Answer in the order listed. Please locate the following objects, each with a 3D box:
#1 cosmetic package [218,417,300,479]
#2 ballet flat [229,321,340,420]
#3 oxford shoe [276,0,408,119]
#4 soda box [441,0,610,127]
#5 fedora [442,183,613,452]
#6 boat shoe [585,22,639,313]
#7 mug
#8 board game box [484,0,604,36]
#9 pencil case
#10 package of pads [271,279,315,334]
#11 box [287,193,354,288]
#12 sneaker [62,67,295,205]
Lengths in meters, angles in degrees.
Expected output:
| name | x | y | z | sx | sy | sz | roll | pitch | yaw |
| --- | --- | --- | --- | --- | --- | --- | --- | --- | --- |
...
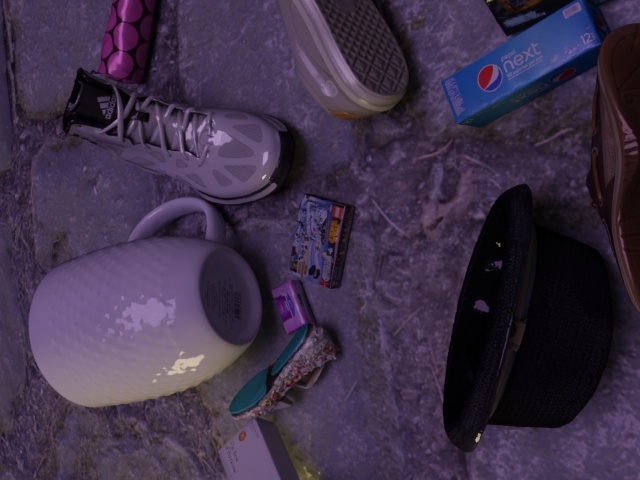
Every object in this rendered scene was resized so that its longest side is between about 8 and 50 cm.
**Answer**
| name | x | y | z | sx | sy | sz | roll | pitch | yaw |
| --- | --- | --- | --- | --- | --- | --- | --- | --- | --- |
| cosmetic package | -0.083 | 0.409 | 1.266 | 0.099 | 0.060 | 0.239 | -44 | 44 | 11 |
| ballet flat | -0.057 | 0.231 | 1.283 | 0.077 | 0.091 | 0.241 | 34 | 119 | -16 |
| oxford shoe | -0.009 | -0.372 | 1.182 | 0.130 | 0.169 | 0.449 | -43 | 65 | 55 |
| soda box | 0.267 | -0.224 | 1.014 | 0.210 | 0.071 | 0.067 | -26 | 75 | 36 |
| fedora | 0.259 | 0.105 | 0.961 | 0.153 | 0.334 | 0.333 | 14 | 103 | 1 |
| boat shoe | 0.373 | -0.071 | 0.906 | 0.123 | 0.123 | 0.341 | -8 | 79 | 1 |
| mug | -0.273 | 0.087 | 1.359 | 0.328 | 0.276 | 0.373 | -15 | 52 | 30 |
| board game box | 0.287 | -0.334 | 0.968 | 0.186 | 0.126 | 0.026 | -11 | 46 | 38 |
| pencil case | -0.375 | -0.411 | 1.505 | 0.098 | 0.095 | 0.209 | 31 | 109 | 50 |
| package of pads | -0.046 | 0.111 | 1.302 | 0.050 | 0.032 | 0.083 | -31 | 73 | 34 |
| box | 0.000 | 0.000 | 1.263 | 0.094 | 0.027 | 0.136 | 19 | 104 | 38 |
| sneaker | -0.273 | -0.172 | 1.313 | 0.448 | 0.258 | 0.169 | 13 | 90 | 37 |
